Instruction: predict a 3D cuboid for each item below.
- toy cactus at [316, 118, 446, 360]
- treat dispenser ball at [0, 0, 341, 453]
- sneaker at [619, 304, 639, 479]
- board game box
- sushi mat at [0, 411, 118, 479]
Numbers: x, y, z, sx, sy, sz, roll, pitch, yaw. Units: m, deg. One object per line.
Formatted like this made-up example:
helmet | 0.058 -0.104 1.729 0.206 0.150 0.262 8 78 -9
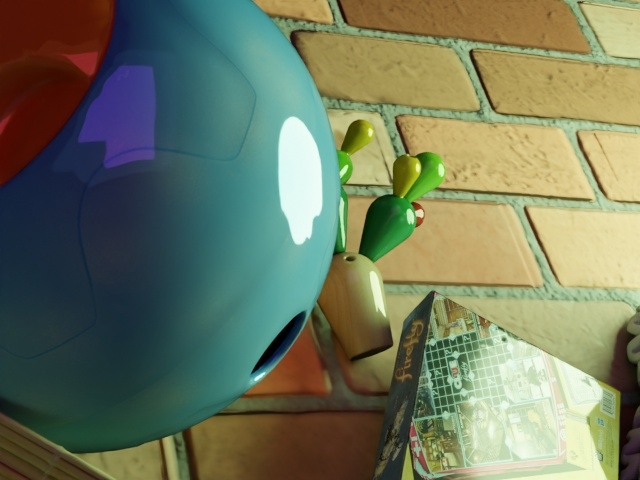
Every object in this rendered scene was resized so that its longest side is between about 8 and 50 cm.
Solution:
toy cactus | 0.000 0.000 0.866 0.219 0.112 0.180 -9 74 -34
treat dispenser ball | -0.132 -0.025 0.676 0.288 0.288 0.288 13 46 -14
sneaker | 0.284 0.127 0.852 0.110 0.118 0.292 19 47 -11
board game box | 0.114 0.165 0.773 0.165 0.042 0.243 29 44 -12
sushi mat | -0.217 0.129 0.571 0.316 0.151 0.019 34 -1 -13
